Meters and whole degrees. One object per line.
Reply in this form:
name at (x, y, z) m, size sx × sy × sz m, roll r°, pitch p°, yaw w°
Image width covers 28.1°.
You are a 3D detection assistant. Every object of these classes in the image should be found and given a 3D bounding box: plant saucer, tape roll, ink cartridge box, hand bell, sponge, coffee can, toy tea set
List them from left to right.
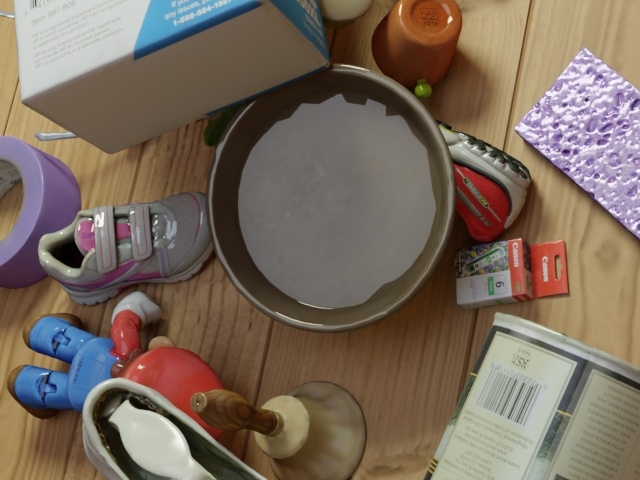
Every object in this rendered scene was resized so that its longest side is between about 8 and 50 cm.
tape roll at (-0.413, -0.037, 1.683) m, size 0.188 × 0.080 × 0.189 m, roll -10°, pitch 69°, yaw 26°
ink cartridge box at (-0.174, -0.334, 1.367) m, size 0.285 × 0.166 × 0.395 m, roll -19°, pitch 65°, yaw 20°
hand bell at (-0.063, 0.187, 1.317) m, size 0.126 × 0.242 × 0.126 m, roll -9°, pitch 70°, yaw 27°
plant saucer at (0.011, -0.043, 1.330) m, size 0.277 × 0.041 × 0.278 m, roll -1°, pitch 88°, yaw 21°
toy tea set at (0.106, -0.325, 1.470) m, size 0.200 × 0.124 × 0.336 m, roll 30°, pitch 69°, yaw 0°
ink cartridge box at (0.200, 0.033, 1.346) m, size 0.115 × 0.029 × 0.063 m, roll -11°, pitch 69°, yaw 27°
coffee can at (0.199, 0.232, 1.180) m, size 0.201 × 0.201 × 0.275 m, roll 23°, pitch 86°, yaw 33°
sponge at (0.309, -0.097, 1.326) m, size 0.117 × 0.031 × 0.210 m, roll -48°, pitch 58°, yaw 8°

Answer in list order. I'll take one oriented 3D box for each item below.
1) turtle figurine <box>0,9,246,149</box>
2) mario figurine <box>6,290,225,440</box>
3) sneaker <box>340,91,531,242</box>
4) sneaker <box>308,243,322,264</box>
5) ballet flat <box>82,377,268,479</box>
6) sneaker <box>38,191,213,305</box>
turtle figurine at (-0.237, -0.188, 1.559) m, size 0.266 × 0.274 × 0.198 m, roll 29°, pitch 127°, yaw 39°
mario figurine at (-0.218, 0.181, 1.504) m, size 0.320 × 0.170 × 0.198 m, roll 11°, pitch 116°, yaw 42°
sneaker at (0.086, -0.084, 1.385) m, size 0.279 × 0.107 × 0.118 m, roll 28°, pitch 100°, yaw 19°
sneaker at (0.000, 0.000, 1.404) m, size 0.208 × 0.094 × 0.082 m, roll 20°, pitch 109°, yaw 27°
ballet flat at (-0.090, 0.270, 1.240) m, size 0.400 × 0.139 × 0.139 m, roll 36°, pitch 94°, yaw 20°
sneaker at (-0.238, 0.006, 1.551) m, size 0.252 × 0.111 × 0.103 m, roll -23°, pitch 64°, yaw 21°
